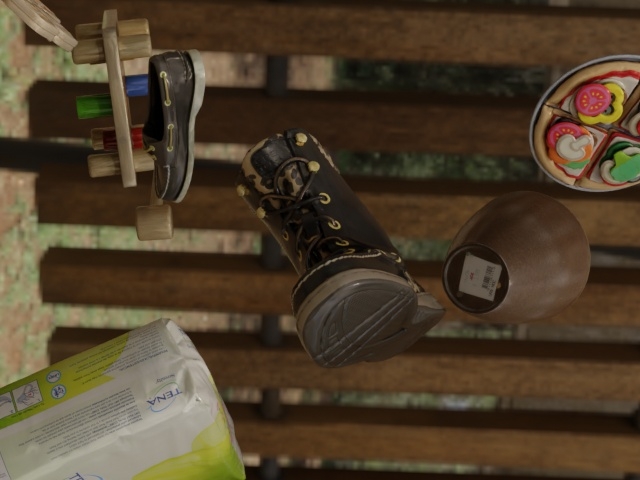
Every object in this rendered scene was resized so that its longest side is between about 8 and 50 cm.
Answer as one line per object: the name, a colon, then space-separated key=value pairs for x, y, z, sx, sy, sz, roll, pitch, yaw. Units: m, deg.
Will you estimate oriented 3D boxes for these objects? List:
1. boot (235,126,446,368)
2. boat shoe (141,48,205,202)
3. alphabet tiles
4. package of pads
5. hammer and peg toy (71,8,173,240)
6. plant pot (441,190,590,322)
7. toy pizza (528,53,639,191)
boot: x=0.000 y=0.000 z=1.386 sx=0.284 sy=0.138 sz=0.377 roll=54 pitch=14 yaw=17
boat shoe: x=-0.206 y=-0.149 z=1.564 sx=0.081 sy=0.068 sz=0.228 roll=53 pitch=-39 yaw=46
alphabet tiles: x=-0.393 y=-0.317 z=1.305 sx=0.021 sy=0.284 sz=0.278 roll=-48 pitch=177 yaw=3
package of pads: x=-0.195 y=0.199 z=1.110 sx=0.296 sy=0.229 sz=0.101 roll=79 pitch=-15 yaw=-65
hammer and peg toy: x=-0.328 y=-0.189 z=1.946 sx=0.266 sy=0.127 sz=0.362 roll=-116 pitch=-160 yaw=-69
plant pot: x=0.281 y=0.041 z=1.810 sx=0.230 sy=0.215 sz=0.216 roll=-15 pitch=109 yaw=-61
toy pizza: x=0.356 y=-0.135 z=1.428 sx=0.032 sy=0.201 sz=0.201 roll=-93 pitch=-176 yaw=-50
